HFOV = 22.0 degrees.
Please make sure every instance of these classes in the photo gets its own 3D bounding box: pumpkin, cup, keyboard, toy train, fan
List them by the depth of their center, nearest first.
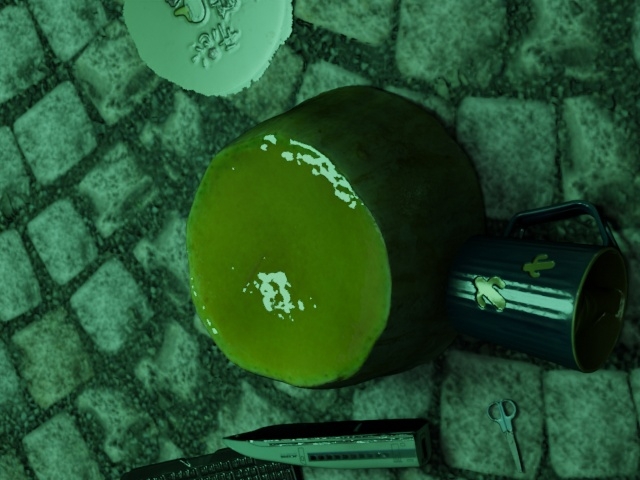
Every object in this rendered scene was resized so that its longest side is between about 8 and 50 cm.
[{"bbox_3d":[0.229,0.040,1.715,0.155,0.131,0.176,10,72,31],"label":"cup"},{"bbox_3d":[0.000,0.000,1.787,0.332,0.199,0.332,2,95,29],"label":"pumpkin"},{"bbox_3d":[0.002,0.239,1.887,0.252,0.055,0.048,-5,103,25],"label":"toy train"},{"bbox_3d":[-0.173,-0.364,1.931,0.233,0.012,0.414,-25,85,28],"label":"fan"},{"bbox_3d":[-0.133,0.308,2.000,0.262,0.016,0.106,-16,89,29],"label":"keyboard"}]

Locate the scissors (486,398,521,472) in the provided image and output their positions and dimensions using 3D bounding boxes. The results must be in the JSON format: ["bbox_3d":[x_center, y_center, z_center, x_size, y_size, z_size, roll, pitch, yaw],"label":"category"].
[{"bbox_3d":[0.208,0.215,1.806,0.036,0.006,0.083,-19,87,28],"label":"scissors"}]
